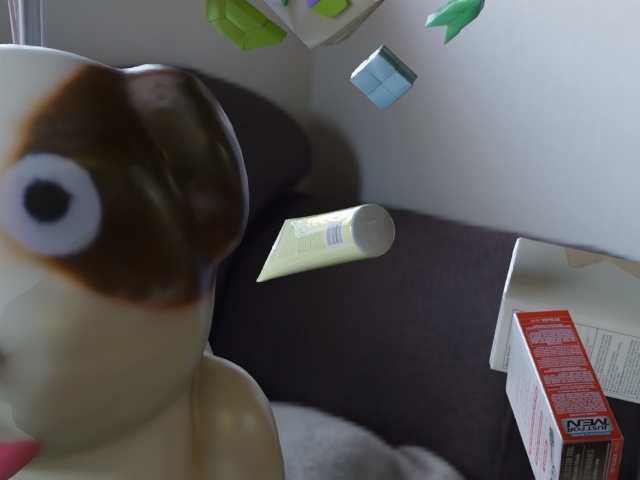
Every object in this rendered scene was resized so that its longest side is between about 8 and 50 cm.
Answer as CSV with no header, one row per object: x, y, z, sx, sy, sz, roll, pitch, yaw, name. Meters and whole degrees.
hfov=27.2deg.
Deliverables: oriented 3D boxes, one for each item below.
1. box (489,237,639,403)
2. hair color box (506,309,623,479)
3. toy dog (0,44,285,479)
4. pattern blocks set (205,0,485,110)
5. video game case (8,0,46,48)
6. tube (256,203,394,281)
0.384,0.114,1.685,0.311,0.148,0.121,14,46,9,box
0.200,0.144,1.103,0.053,0.093,0.167,-3,35,-4,hair color box
-0.135,0.081,0.718,0.284,0.408,0.395,7,51,6,toy dog
-0.014,-0.263,1.143,0.325,0.285,0.026,34,45,-4,pattern blocks set
-0.262,-0.264,1.161,0.025,0.285,0.204,-5,54,-15,video game case
0.000,0.000,1.587,0.070,0.062,0.240,-21,5,-32,tube
